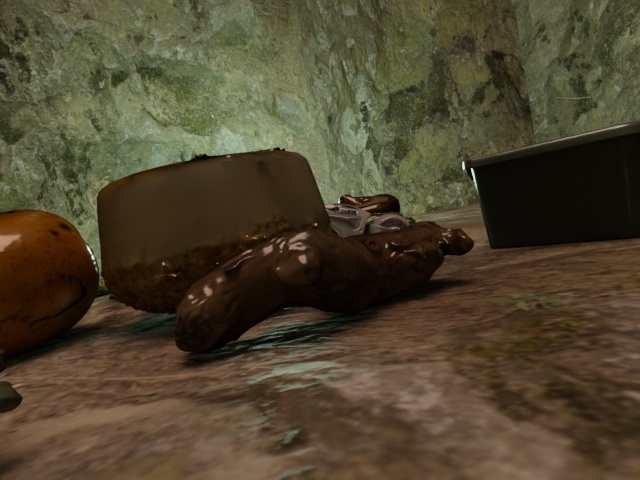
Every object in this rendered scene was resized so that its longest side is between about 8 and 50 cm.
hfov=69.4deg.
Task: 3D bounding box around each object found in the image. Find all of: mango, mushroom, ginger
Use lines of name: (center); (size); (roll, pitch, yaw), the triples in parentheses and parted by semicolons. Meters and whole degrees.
mango: (-0.366, 0.054, 0.493); (0.190, 0.160, 0.290); (1, 11, 23)
mushroom: (0.145, -0.066, 1.410); (0.194, 0.138, 0.231); (5, 19, 19)
ginger: (0.010, 0.023, 0.407); (0.289, 0.084, 0.122); (-13, 11, -36)

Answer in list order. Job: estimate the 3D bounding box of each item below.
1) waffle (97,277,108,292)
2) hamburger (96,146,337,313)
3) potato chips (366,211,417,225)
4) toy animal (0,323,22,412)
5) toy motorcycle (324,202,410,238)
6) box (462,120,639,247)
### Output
waffle: (-0.560, 0.118, 1.090); (0.169, 0.037, 0.183); (-6, 6, 20)
hamburger: (-0.123, -0.006, 0.563); (0.275, 0.179, 0.294); (-14, 7, -18)
potato chips: (0.106, -0.018, 0.886); (0.207, 0.092, 0.028); (-9, -23, 7)
toy animal: (-0.268, 0.090, 0.156); (0.254, 0.090, 0.170); (-8, -1, 8)
toy motorcycle: (0.025, -0.009, 0.761); (0.253, 0.113, 0.112); (-9, 3, -2)
box: (0.332, -0.070, 0.626); (0.163, 0.135, 0.243); (-14, 6, -43)
